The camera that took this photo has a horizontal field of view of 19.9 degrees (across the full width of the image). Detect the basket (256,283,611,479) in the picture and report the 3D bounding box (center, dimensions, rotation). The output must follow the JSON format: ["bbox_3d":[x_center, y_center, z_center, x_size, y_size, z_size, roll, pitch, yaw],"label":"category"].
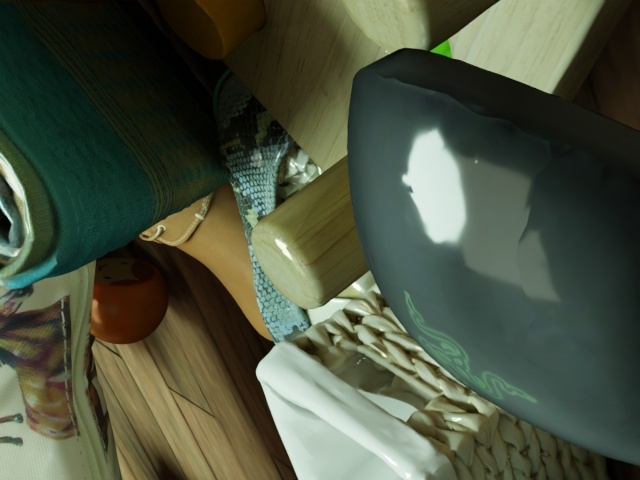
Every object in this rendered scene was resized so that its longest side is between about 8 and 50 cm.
[{"bbox_3d":[0.060,0.103,0.832,0.113,0.103,0.167,31,151,41],"label":"basket"}]

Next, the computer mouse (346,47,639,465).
[{"bbox_3d":[0.109,0.031,0.475,0.272,0.072,0.188,22,-177,-37],"label":"computer mouse"}]

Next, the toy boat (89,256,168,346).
[{"bbox_3d":[-0.169,0.026,1.157,0.151,0.151,0.231,9,144,15],"label":"toy boat"}]

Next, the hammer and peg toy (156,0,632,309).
[{"bbox_3d":[-0.009,-0.152,0.527,0.266,0.127,0.361,48,158,13],"label":"hammer and peg toy"}]

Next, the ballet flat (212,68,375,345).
[{"bbox_3d":[0.000,0.000,0.842,0.070,0.070,0.188,32,154,40],"label":"ballet flat"}]

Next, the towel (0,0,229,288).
[{"bbox_3d":[-0.144,-0.114,0.729,0.271,0.040,0.370,53,-171,-1],"label":"towel"}]

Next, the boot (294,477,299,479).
[{"bbox_3d":[0.038,0.301,1.145,0.284,0.138,0.377,47,162,11],"label":"boot"}]

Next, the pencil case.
[{"bbox_3d":[-0.172,0.170,1.022,0.184,0.160,0.410,-3,109,12],"label":"pencil case"}]

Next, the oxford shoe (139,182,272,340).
[{"bbox_3d":[-0.081,-0.022,0.949,0.212,0.076,0.076,52,156,-8],"label":"oxford shoe"}]
